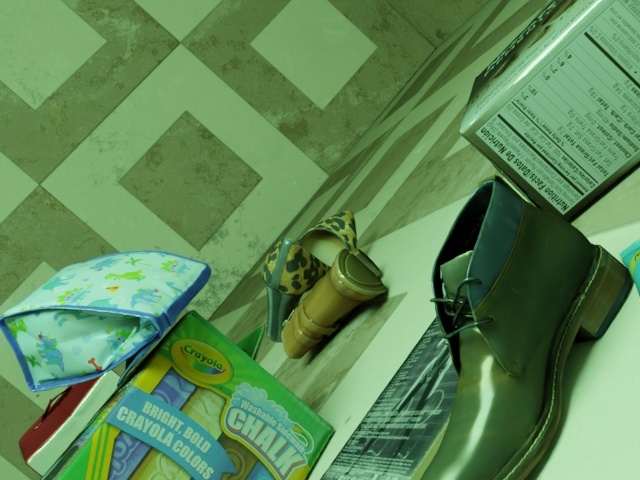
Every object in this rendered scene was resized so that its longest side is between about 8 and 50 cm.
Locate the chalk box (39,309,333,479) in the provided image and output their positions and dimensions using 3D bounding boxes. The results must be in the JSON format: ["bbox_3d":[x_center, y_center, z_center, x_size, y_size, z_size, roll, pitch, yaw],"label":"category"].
[{"bbox_3d":[-0.126,0.202,0.800,0.180,0.179,0.289,-42,8,50],"label":"chalk box"}]

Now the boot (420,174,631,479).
[{"bbox_3d":[0.089,0.063,0.502,0.219,0.106,0.082,-52,7,-29],"label":"boot"}]

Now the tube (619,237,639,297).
[{"bbox_3d":[0.186,0.018,0.422,0.080,0.052,0.207,-35,5,23],"label":"tube"}]

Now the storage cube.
[{"bbox_3d":[-0.337,0.320,1.359,0.183,0.215,0.193,-50,13,-18],"label":"storage cube"}]

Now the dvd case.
[{"bbox_3d":[0.090,0.103,0.646,0.221,0.018,0.164,-52,6,-20],"label":"dvd case"}]

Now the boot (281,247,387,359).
[{"bbox_3d":[0.007,0.086,1.062,0.152,0.073,0.197,-46,-5,7],"label":"boot"}]

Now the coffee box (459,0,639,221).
[{"bbox_3d":[0.259,-0.171,0.680,0.297,0.119,0.168,-44,9,29],"label":"coffee box"}]

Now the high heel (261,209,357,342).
[{"bbox_3d":[0.000,0.000,1.204,0.186,0.093,0.261,97,-160,-48],"label":"high heel"}]

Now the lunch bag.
[{"bbox_3d":[-0.185,0.066,0.782,0.151,0.096,0.129,-15,18,19],"label":"lunch bag"}]
